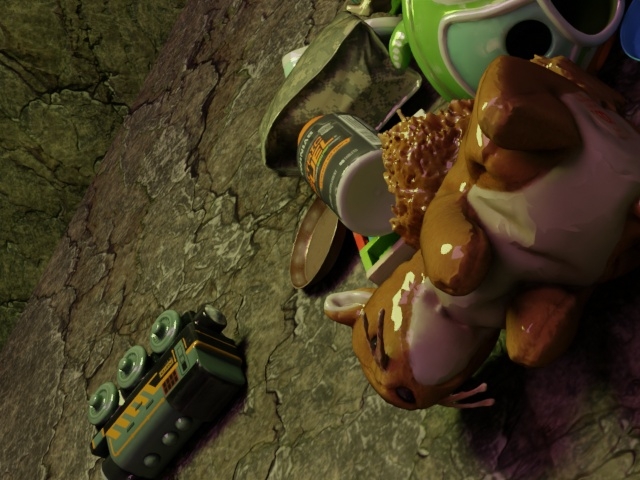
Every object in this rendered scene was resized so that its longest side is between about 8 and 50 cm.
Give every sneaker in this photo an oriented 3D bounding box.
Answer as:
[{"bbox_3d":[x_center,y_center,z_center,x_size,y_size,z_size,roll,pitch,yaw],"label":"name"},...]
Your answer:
[{"bbox_3d":[0.062,-0.305,1.762,0.255,0.094,0.151,-19,78,22],"label":"sneaker"}]

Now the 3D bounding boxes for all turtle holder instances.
[{"bbox_3d":[0.228,-0.306,1.176,0.243,0.320,0.227,-27,8,-26],"label":"turtle holder"}]

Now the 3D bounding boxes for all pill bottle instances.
[{"bbox_3d":[0.043,-0.108,1.393,0.130,0.130,0.246,-52,29,7],"label":"pill bottle"}]

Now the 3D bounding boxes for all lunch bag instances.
[{"bbox_3d":[0.010,-0.227,1.611,0.287,0.169,0.235,-46,16,9],"label":"lunch bag"}]

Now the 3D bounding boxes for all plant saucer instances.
[{"bbox_3d":[0.000,0.000,1.510,0.168,0.029,0.168,-52,26,38],"label":"plant saucer"}]

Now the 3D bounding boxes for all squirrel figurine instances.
[{"bbox_3d":[0.179,-0.003,1.035,0.370,0.281,0.397,-54,15,28],"label":"squirrel figurine"}]

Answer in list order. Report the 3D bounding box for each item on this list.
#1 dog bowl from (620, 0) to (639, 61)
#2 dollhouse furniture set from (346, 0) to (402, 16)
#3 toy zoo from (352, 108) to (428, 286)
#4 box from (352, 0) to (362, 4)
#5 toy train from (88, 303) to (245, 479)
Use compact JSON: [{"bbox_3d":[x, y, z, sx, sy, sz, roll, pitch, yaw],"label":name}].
[{"bbox_3d":[0.464,-0.293,1.041,0.297,0.074,0.166,-49,26,14],"label":"dog bowl"},{"bbox_3d":[0.102,-0.507,1.654,0.198,0.151,0.301,-56,-6,23],"label":"dollhouse furniture set"},{"bbox_3d":[0.117,-0.080,1.435,0.192,0.030,0.293,-47,27,18],"label":"toy zoo"},{"bbox_3d":[0.151,-0.579,1.930,0.244,0.060,0.100,-56,26,0],"label":"box"},{"bbox_3d":[-0.259,0.260,1.574,0.334,0.142,0.190,-49,36,15],"label":"toy train"}]
